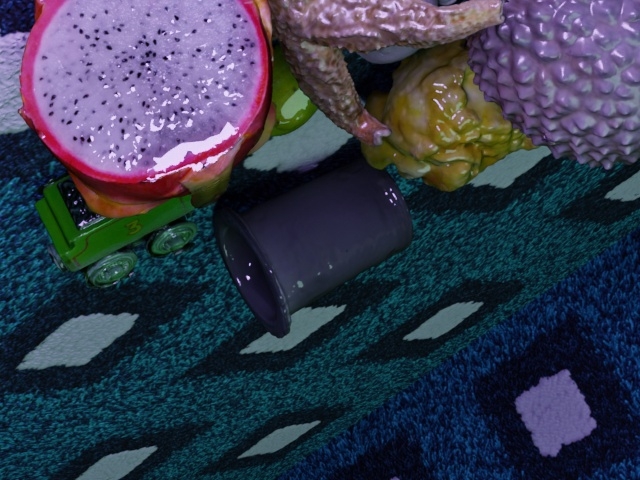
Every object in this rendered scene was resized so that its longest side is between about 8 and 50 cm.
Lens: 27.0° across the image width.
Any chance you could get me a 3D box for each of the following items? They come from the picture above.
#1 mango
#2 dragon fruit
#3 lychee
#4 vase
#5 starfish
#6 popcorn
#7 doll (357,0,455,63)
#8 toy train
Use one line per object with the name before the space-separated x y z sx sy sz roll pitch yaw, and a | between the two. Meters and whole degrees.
mango | -0.046 -0.215 1.851 0.119 0.100 0.178 3 137 -50
dragon fruit | -0.186 -0.169 1.525 0.305 0.305 0.226 -25 167 -5
lychee | 0.393 -0.294 1.837 0.432 0.380 0.380 5 145 -34
vase | 0.000 0.000 2.261 0.291 0.245 0.245 -26 161 -18
starfish | 0.033 -0.275 1.600 0.082 0.324 0.432 -63 -174 -35
popcorn | 0.211 -0.189 2.059 0.250 0.235 0.241 14 167 -31
doll | 0.142 -0.352 1.700 0.287 0.151 0.151 -39 157 20
toy train | -0.291 -0.039 1.934 0.243 0.132 0.188 -28 156 -5
